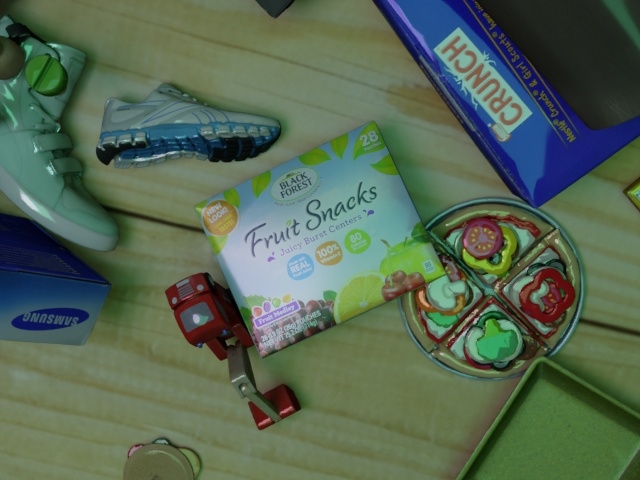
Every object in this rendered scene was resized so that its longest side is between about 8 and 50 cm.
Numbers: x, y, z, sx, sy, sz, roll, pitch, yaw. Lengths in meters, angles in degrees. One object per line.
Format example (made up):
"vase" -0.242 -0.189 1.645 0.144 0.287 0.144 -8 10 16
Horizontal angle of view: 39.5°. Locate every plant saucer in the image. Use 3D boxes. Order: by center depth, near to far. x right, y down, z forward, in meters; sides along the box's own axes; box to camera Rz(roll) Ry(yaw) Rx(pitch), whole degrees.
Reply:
"plant saucer" 0.261 0.242 0.970 0.188 0.045 0.188 31 97 -2

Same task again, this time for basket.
"basket" 0.220 -0.219 0.737 0.204 0.154 0.227 -32 99 7

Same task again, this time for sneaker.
"sneaker" -0.272 -0.114 0.916 0.151 0.094 0.256 -45 95 4
"sneaker" -0.136 -0.127 0.926 0.190 0.071 0.083 -2 67 -9

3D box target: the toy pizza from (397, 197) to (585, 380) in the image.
"toy pizza" 0.183 0.055 0.954 0.201 0.032 0.201 0 98 2

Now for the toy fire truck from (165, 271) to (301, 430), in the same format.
"toy fire truck" -0.087 0.118 0.920 0.047 0.192 0.135 -28 68 5

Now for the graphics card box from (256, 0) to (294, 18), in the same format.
"graphics card box" -0.004 -0.393 0.758 0.233 0.094 0.371 44 137 -11

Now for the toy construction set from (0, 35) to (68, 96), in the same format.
"toy construction set" -0.301 -0.267 0.751 0.257 0.237 0.309 -3 88 -4

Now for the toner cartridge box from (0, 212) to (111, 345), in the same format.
"toner cartridge box" -0.376 0.015 0.797 0.165 0.347 0.075 32 101 36

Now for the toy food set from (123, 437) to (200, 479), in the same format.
"toy food set" -0.182 0.264 1.001 0.082 0.020 0.083 21 99 -1

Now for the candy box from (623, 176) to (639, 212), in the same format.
"candy box" 0.430 -0.078 0.929 0.206 0.027 0.105 -40 92 6

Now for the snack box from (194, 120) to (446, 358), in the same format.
"snack box" 0.000 0.000 0.922 0.207 0.070 0.175 -24 86 4

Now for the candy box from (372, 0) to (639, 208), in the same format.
"candy box" 0.249 -0.232 0.867 0.317 0.122 0.268 -36 96 5
